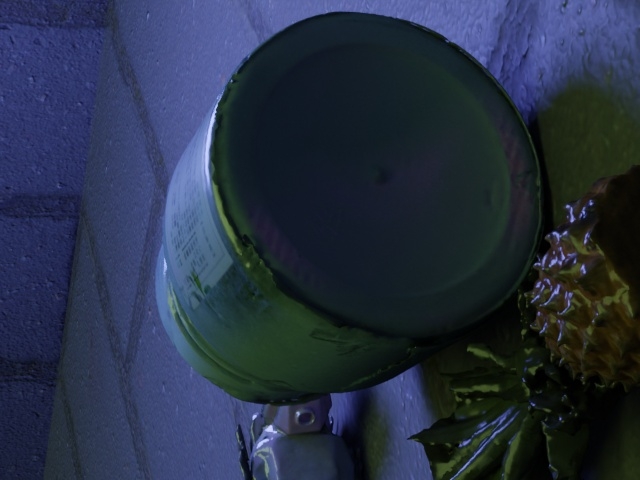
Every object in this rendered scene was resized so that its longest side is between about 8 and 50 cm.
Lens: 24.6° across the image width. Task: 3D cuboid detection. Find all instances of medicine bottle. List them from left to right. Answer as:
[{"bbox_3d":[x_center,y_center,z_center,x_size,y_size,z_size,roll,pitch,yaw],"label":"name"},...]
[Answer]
[{"bbox_3d":[0.000,0.000,1.100,0.290,0.245,0.244,132,136,-63],"label":"medicine bottle"}]

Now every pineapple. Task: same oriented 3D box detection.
[{"bbox_3d":[0.151,0.076,0.864,0.130,0.119,0.277,39,146,8],"label":"pineapple"}]

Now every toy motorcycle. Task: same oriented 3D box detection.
[{"bbox_3d":[-0.010,0.223,1.326,0.204,0.108,0.239,-115,7,-61],"label":"toy motorcycle"}]
